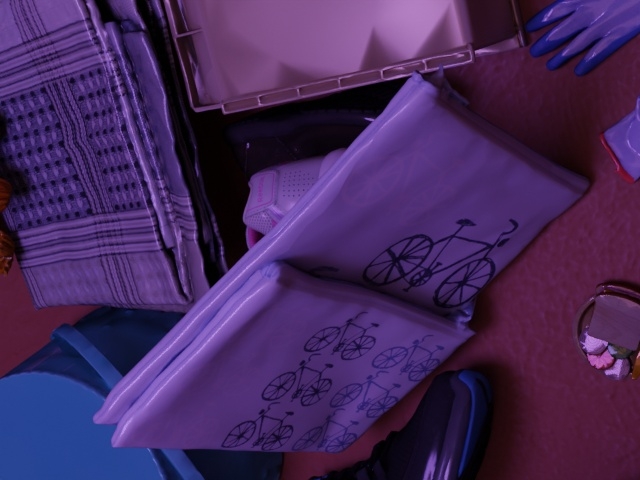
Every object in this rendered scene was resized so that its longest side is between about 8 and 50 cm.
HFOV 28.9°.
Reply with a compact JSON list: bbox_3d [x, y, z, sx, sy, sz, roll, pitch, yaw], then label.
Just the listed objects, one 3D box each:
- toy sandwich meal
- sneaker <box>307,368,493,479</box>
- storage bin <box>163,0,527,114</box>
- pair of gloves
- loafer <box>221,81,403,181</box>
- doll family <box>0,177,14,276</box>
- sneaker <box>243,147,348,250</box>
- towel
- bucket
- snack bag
[{"bbox_3d":[0.245,0.078,1.022,0.085,0.029,0.085,7,107,23],"label":"toy sandwich meal"},{"bbox_3d":[0.043,0.246,1.109,0.139,0.125,0.341,30,114,15],"label":"sneaker"},{"bbox_3d":[0.000,-0.251,0.989,0.260,0.123,0.262,-8,102,27],"label":"storage bin"},{"bbox_3d":[0.254,-0.149,0.958,0.159,0.023,0.198,-36,89,28],"label":"pair of gloves"},{"bbox_3d":[0.008,-0.080,1.040,0.220,0.080,0.078,-2,111,52],"label":"loafer"},{"bbox_3d":[-0.372,-0.020,1.178,0.163,0.118,0.263,6,140,-14],"label":"doll family"},{"bbox_3d":[0.000,0.000,1.013,0.111,0.103,0.252,0,150,9],"label":"sneaker"},{"bbox_3d":[-0.222,-0.078,1.121,0.324,0.056,0.312,-3,104,47],"label":"towel"},{"bbox_3d":[-0.193,0.206,1.173,0.281,0.183,0.281,7,107,23],"label":"bucket"},{"bbox_3d":[0.041,0.043,0.934,0.342,0.323,0.037,-46,60,15],"label":"snack bag"}]
